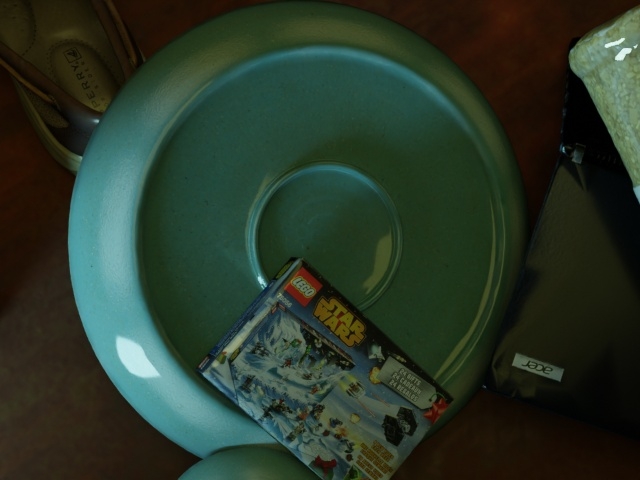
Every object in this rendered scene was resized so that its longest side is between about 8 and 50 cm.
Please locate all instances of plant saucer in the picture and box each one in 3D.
[{"bbox_3d":[-0.043,0.189,0.834,0.119,0.021,0.119,-1,111,-1],"label":"plant saucer"},{"bbox_3d":[0.000,0.000,0.848,0.318,0.044,0.317,0,91,-18],"label":"plant saucer"}]

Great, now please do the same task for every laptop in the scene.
[{"bbox_3d":[0.251,0.007,0.883,0.234,0.136,0.264,19,35,0],"label":"laptop"}]

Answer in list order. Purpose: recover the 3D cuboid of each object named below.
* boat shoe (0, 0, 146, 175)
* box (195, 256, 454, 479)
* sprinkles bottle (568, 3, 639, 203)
[{"bbox_3d":[-0.219,-0.200,0.893,0.123,0.123,0.342,-30,81,-9],"label":"boat shoe"},{"bbox_3d":[0.004,0.089,0.813,0.137,0.027,0.094,44,80,-13],"label":"box"},{"bbox_3d":[0.270,0.022,0.753,0.121,0.121,0.355,-25,88,-8],"label":"sprinkles bottle"}]
